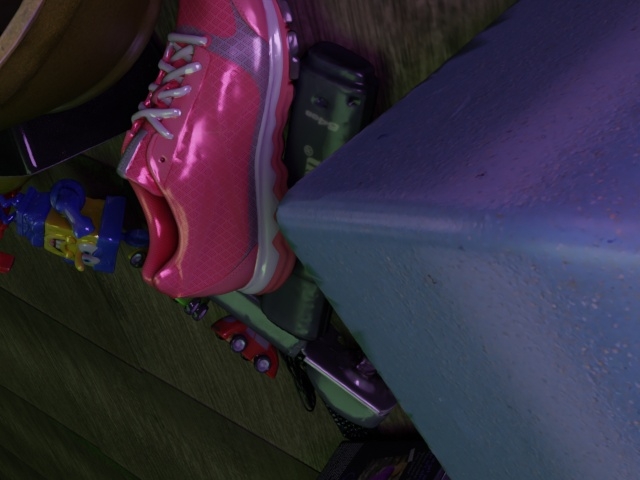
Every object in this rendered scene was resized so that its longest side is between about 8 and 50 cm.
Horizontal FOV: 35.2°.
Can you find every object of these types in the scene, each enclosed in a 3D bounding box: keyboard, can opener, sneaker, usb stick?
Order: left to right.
[{"bbox_3d":[-0.097,-0.094,0.808,0.116,0.136,0.313,20,118,56],"label":"sneaker"},{"bbox_3d":[-0.039,0.102,1.077,0.283,0.076,0.095,36,122,0],"label":"can opener"},{"bbox_3d":[-0.005,-0.032,0.865,0.077,0.045,0.278,35,131,30],"label":"usb stick"},{"bbox_3d":[0.003,0.184,1.216,0.100,0.038,0.192,6,132,48],"label":"keyboard"}]

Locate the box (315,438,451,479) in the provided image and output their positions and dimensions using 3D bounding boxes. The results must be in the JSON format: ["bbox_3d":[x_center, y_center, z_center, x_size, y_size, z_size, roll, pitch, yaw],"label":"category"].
[{"bbox_3d":[0.103,0.327,1.137,0.165,0.143,0.270,44,155,-14],"label":"box"}]

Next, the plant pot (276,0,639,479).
[{"bbox_3d":[0.179,0.011,0.522,0.247,0.248,0.252,56,159,-19],"label":"plant pot"}]

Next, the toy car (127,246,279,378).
[{"bbox_3d":[-0.140,0.062,1.168,0.239,0.053,0.225,38,172,10],"label":"toy car"}]

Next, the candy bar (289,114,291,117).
[{"bbox_3d":[0.032,-0.061,0.891,0.161,0.018,0.040,44,154,-1],"label":"candy bar"}]

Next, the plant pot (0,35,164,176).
[{"bbox_3d":[-0.276,-0.173,0.983,0.187,0.188,0.166,3,119,50],"label":"plant pot"}]

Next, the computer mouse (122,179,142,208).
[{"bbox_3d":[-0.118,-0.046,1.087,0.242,0.041,0.071,15,140,31],"label":"computer mouse"}]

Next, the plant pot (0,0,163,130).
[{"bbox_3d":[-0.270,-0.217,0.694,0.366,0.366,0.353,42,-173,5],"label":"plant pot"}]

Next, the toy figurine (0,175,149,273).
[{"bbox_3d":[-0.302,-0.056,1.246,0.217,0.191,0.362,17,151,-9],"label":"toy figurine"}]
